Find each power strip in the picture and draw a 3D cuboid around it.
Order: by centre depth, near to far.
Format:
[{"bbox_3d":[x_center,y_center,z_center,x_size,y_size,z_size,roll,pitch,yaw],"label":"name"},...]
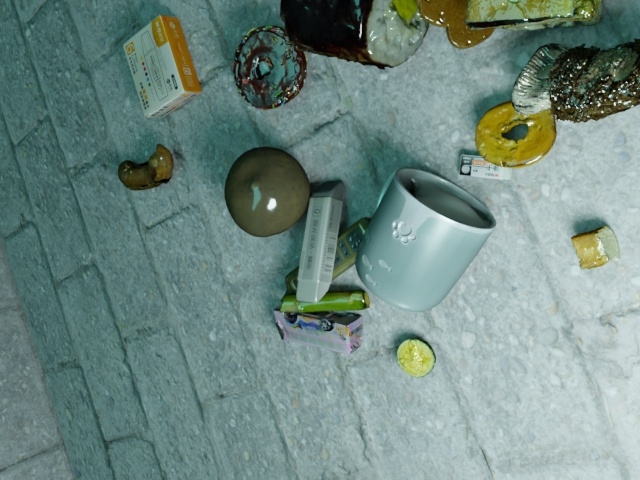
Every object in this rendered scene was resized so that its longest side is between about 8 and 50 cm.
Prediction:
[{"bbox_3d":[0.017,0.069,1.724,0.387,0.066,0.092,-39,72,34],"label":"power strip"}]

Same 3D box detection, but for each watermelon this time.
[{"bbox_3d":[0.257,0.305,1.590,0.105,0.062,0.105,4,98,27],"label":"watermelon"}]

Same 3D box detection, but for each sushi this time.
[{"bbox_3d":[0.080,-0.567,1.436,0.294,0.299,0.281,24,95,33],"label":"sushi"}]

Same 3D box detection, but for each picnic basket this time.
[{"bbox_3d":[-0.239,-0.545,1.798,0.065,0.083,0.083,-2,93,41],"label":"picnic basket"}]

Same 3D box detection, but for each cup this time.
[{"bbox_3d":[0.217,-0.021,1.478,0.274,0.259,0.356,-63,32,25],"label":"cup"}]

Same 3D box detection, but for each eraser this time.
[{"bbox_3d":[0.393,-0.175,1.436,0.122,0.029,0.052,11,104,34],"label":"eraser"},{"bbox_3d":[0.000,0.000,1.666,0.089,0.061,0.352,1,80,46],"label":"eraser"}]

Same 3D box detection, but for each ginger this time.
[{"bbox_3d":[-0.610,-0.240,2.099,0.309,0.107,0.133,-13,104,40],"label":"ginger"}]

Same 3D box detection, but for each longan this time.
[{"bbox_3d":[-0.150,-0.137,1.690,0.258,0.258,0.258,6,101,35],"label":"longan"}]

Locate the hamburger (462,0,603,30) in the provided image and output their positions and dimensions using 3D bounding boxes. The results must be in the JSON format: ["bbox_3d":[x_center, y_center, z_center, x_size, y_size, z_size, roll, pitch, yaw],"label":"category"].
[{"bbox_3d":[0.452,-0.527,1.243,0.288,0.167,0.192,6,97,27],"label":"hamburger"}]

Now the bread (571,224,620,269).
[{"bbox_3d":[0.593,0.016,1.300,0.070,0.077,0.083,-20,86,48],"label":"bread"}]

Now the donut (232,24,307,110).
[{"bbox_3d":[-0.141,-0.489,1.717,0.235,0.089,0.235,5,103,25],"label":"donut"}]

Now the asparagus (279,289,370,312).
[{"bbox_3d":[0.003,0.173,1.709,0.278,0.067,0.060,-5,104,17],"label":"asparagus"}]

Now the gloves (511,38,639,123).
[{"bbox_3d":[0.552,-0.321,1.205,0.312,0.210,0.135,27,145,53],"label":"gloves"}]

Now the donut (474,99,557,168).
[{"bbox_3d":[0.442,-0.236,1.356,0.178,0.065,0.162,-2,78,32],"label":"donut"}]

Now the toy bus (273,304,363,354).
[{"bbox_3d":[-0.010,0.251,1.757,0.274,0.090,0.112,6,110,36],"label":"toy bus"}]

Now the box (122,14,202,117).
[{"bbox_3d":[-0.526,-0.570,1.993,0.221,0.091,0.274,-22,85,35],"label":"box"}]

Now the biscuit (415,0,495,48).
[{"bbox_3d":[0.306,-0.578,1.350,0.208,0.041,0.290,-21,109,-3],"label":"biscuit"}]
